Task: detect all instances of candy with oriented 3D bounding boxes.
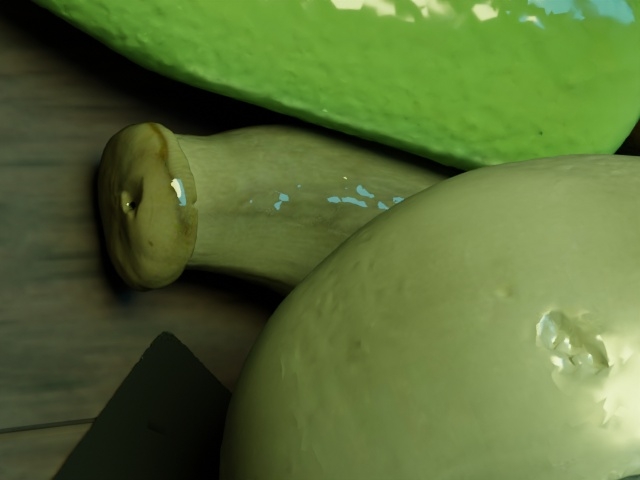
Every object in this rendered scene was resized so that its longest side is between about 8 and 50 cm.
[{"bbox_3d":[0.003,-0.132,0.860,0.343,0.142,0.132,20,22,-12],"label":"candy"}]

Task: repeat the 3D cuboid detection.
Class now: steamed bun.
[{"bbox_3d":[0.110,0.095,0.794,0.324,0.324,0.206,20,40,-32],"label":"steamed bun"}]

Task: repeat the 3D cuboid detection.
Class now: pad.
[{"bbox_3d":[-0.026,0.186,0.853,0.265,0.009,0.159,48,49,-15],"label":"pad"}]

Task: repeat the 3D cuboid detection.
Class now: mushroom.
[{"bbox_3d":[0.003,-0.009,0.888,0.247,0.096,0.108,12,68,-30],"label":"mushroom"}]

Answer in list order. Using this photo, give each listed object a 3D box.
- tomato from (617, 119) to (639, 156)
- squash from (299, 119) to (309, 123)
[{"bbox_3d":[0.250,-0.143,1.050,0.270,0.223,0.270,10,59,-16],"label":"tomato"},{"bbox_3d":[-0.020,-0.132,0.939,0.052,0.052,0.183,-28,94,-41],"label":"squash"}]
